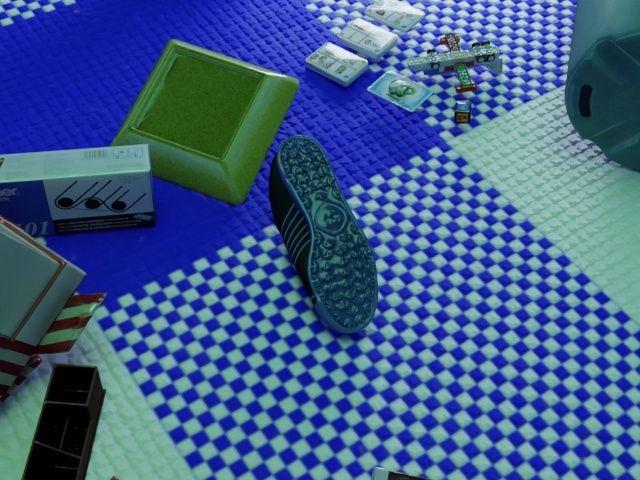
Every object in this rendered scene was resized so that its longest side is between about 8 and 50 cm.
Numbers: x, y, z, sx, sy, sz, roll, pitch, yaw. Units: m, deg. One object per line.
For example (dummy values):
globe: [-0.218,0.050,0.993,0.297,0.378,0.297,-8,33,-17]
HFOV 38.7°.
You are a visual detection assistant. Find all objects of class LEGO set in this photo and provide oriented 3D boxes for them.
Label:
LEGO set: [0.130,-0.234,1.250,0.244,0.060,0.182,31,60,28]

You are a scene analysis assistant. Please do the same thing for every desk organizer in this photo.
desk organizer: [-0.242,0.184,0.863,0.047,0.050,0.130,5,51,-1]

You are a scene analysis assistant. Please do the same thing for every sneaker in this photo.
sneaker: [0.000,0.000,1.022,0.081,0.090,0.232,-12,74,-15]

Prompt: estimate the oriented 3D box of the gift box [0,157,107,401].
gift box: [-0.375,0.036,0.824,0.255,0.258,0.276,36,83,19]

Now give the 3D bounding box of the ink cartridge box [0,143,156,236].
ink cartridge box: [-0.292,-0.053,1.022,0.207,0.097,0.046,-5,52,-9]

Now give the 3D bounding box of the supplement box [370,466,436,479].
supplement box: [0.150,0.274,0.771,0.240,0.130,0.073,10,51,5]

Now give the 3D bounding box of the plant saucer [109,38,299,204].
plant saucer: [-0.147,-0.158,1.116,0.188,0.045,0.188,20,71,12]

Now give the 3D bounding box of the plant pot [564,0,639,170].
plant pot: [0.464,-0.283,1.142,0.341,0.341,0.334,16,59,9]

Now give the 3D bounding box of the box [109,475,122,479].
box: [-0.094,0.317,0.721,0.257,0.122,0.128,25,53,15]
